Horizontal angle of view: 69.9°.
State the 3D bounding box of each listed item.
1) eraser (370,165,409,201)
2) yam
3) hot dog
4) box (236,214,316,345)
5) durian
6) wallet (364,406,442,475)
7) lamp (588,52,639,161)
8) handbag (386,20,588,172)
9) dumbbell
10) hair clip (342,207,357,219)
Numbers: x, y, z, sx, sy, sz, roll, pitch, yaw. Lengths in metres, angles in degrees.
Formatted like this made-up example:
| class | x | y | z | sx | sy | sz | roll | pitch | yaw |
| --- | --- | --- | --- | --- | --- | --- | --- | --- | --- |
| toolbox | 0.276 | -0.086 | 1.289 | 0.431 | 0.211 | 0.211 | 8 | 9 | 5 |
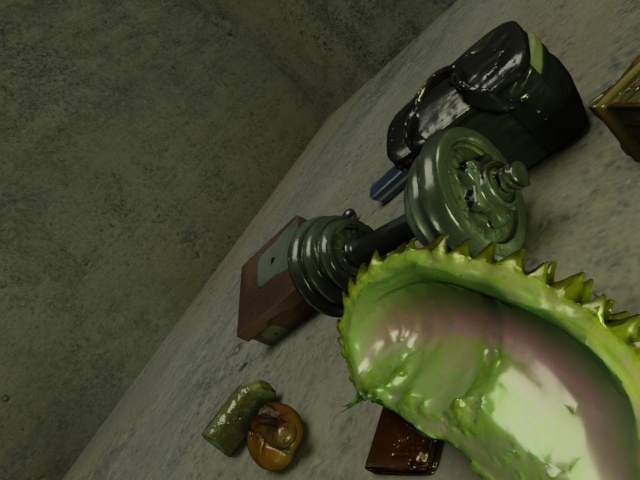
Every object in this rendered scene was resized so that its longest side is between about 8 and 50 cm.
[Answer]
| class | x | y | z | sx | sy | sz | roll | pitch | yaw |
| --- | --- | --- | --- | --- | --- | --- | --- | --- | --- |
| eraser | 0.204 | -0.169 | 1.025 | 0.225 | 0.036 | 0.082 | -42 | 17 | 22 |
| yam | -0.140 | 0.298 | 0.783 | 0.146 | 0.070 | 0.070 | -52 | 16 | -8 |
| hot dog | -0.066 | 0.277 | 0.650 | 0.089 | 0.060 | 0.140 | -58 | 21 | -15 |
| box | -0.082 | 0.091 | 0.998 | 0.215 | 0.086 | 0.215 | -41 | 34 | 27 |
| durian | 0.119 | 0.097 | 0.374 | 0.169 | 0.157 | 0.356 | -58 | 25 | -17 |
| wallet | 0.105 | 0.167 | 0.508 | 0.095 | 0.026 | 0.176 | -28 | 26 | 47 |
| lamp | 0.360 | -0.104 | 0.343 | 0.090 | 0.089 | 0.325 | -47 | 16 | 7 |
| handbag | 0.229 | -0.182 | 0.680 | 0.254 | 0.181 | 0.181 | -36 | 32 | 35 |
| dumbbell | 0.103 | -0.006 | 0.647 | 0.406 | 0.179 | 0.179 | -30 | 24 | 48 |
| hair clip | 0.005 | 0.006 | 1.144 | 0.187 | 0.056 | 0.146 | -45 | 12 | -22 |
